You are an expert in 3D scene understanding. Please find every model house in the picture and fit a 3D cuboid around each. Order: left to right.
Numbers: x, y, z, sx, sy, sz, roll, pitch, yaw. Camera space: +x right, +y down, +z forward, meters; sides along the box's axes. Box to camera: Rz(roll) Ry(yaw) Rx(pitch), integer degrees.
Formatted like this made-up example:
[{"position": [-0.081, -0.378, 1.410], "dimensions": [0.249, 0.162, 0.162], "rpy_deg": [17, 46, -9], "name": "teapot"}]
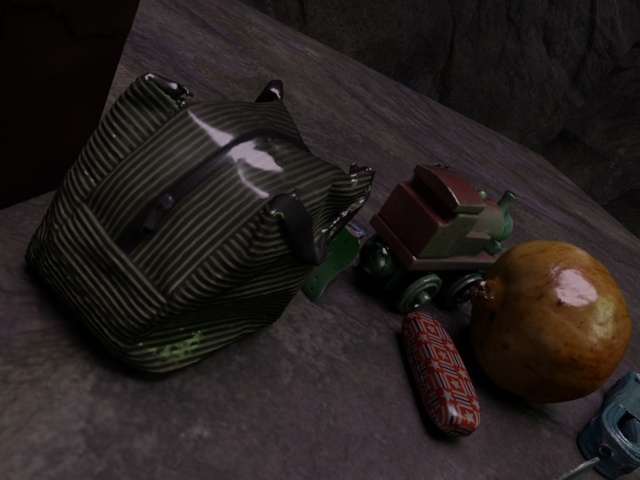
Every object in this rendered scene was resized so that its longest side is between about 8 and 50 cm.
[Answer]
[{"position": [0.000, 0.000, 0.777], "dimensions": [0.167, 0.117, 0.088], "rpy_deg": [48, 15, 29], "name": "model house"}]

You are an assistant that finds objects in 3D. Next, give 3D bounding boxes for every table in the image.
[{"position": [-0.367, -0.216, 0.531], "dimensions": [0.251, 0.282, 0.196], "rpy_deg": [32, 28, 0], "name": "table"}]

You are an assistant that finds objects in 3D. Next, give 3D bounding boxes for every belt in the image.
[{"position": [0.510, 0.299, 0.854], "dimensions": [0.302, 0.072, 0.087], "rpy_deg": [-8, 44, -49], "name": "belt"}]

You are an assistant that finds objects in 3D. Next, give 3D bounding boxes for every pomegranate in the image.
[{"position": [0.340, 0.121, 0.788], "dimensions": [0.248, 0.248, 0.248], "rpy_deg": [25, 28, -15], "name": "pomegranate"}]

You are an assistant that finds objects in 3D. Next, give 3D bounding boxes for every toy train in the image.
[{"position": [0.208, -0.001, 0.854], "dimensions": [0.305, 0.221, 0.150], "rpy_deg": [2, 40, -44], "name": "toy train"}]

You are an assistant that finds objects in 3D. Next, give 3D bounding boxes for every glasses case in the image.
[{"position": [0.158, 0.179, 0.696], "dimensions": [0.073, 0.049, 0.194], "rpy_deg": [23, 29, -22], "name": "glasses case"}]

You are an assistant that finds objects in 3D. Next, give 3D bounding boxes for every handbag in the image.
[{"position": [-0.106, -0.035, 0.566], "dimensions": [0.247, 0.240, 0.341], "rpy_deg": [43, 27, 9], "name": "handbag"}]

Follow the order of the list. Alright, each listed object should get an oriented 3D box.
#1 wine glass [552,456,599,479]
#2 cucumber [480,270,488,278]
[{"position": [0.324, 0.357, 0.528], "dimensions": [0.103, 0.103, 0.230], "rpy_deg": [9, 39, -39], "name": "wine glass"}, {"position": [0.330, 0.063, 1.067], "dimensions": [0.105, 0.048, 0.048], "rpy_deg": [14, 33, -30], "name": "cucumber"}]
